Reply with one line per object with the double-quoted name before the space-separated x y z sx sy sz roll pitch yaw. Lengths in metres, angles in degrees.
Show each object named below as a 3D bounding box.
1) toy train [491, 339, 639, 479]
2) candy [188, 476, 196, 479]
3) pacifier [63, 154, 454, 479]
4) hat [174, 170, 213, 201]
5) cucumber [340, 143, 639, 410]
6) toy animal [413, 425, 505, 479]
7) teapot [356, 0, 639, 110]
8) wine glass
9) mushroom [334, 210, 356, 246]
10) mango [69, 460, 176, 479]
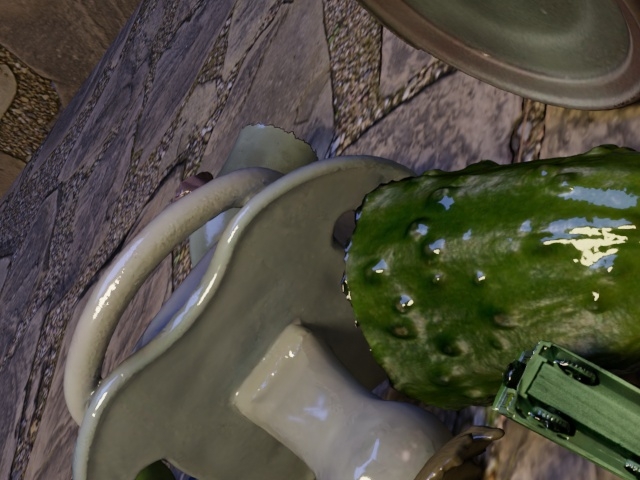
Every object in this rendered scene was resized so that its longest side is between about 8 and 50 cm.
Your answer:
"toy train" 0.121 0.078 0.632 0.038 0.093 0.056 -63 5 -6
"candy" -0.097 0.283 0.900 0.187 0.077 0.331 -63 13 8
"pacifier" -0.008 0.088 0.816 0.226 0.238 0.287 35 85 39
"hat" -0.125 -0.043 1.544 0.058 0.042 0.087 -57 -16 -1
"cucumber" 0.129 0.013 0.683 0.244 0.134 0.134 -10 51 52
"toy animal" 0.038 0.199 0.671 0.186 0.093 0.214 -20 58 54
"teapot" 0.166 -0.252 0.878 0.312 0.233 0.315 -57 -10 -13
"wine glass" -0.069 0.000 1.236 0.093 0.093 0.202 -26 41 59
"mushroom" 0.008 -0.007 1.041 0.108 0.096 0.247 -44 9 -9
"mango" -0.192 0.250 1.115 0.251 0.114 0.156 -57 -11 27
